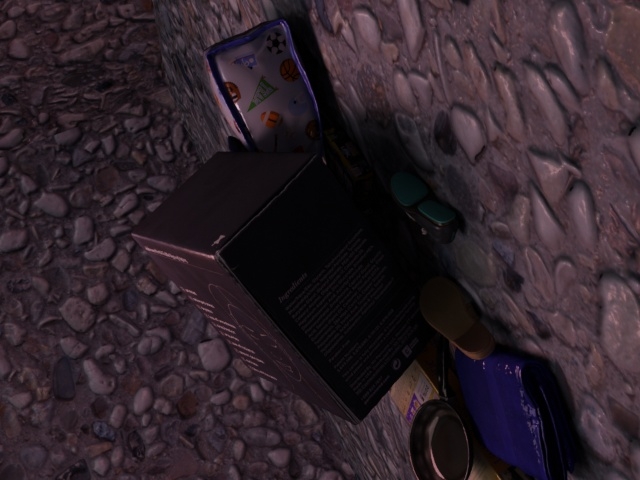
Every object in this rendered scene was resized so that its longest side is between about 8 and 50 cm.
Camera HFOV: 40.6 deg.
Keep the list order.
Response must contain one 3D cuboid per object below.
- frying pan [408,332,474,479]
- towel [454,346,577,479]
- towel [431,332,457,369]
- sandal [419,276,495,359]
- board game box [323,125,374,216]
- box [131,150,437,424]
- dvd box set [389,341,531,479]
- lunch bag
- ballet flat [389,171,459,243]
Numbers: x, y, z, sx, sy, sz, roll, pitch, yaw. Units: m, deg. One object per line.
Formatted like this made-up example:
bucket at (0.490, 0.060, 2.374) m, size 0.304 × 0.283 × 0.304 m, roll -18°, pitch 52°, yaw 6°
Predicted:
frying pan at (0.237, 0.358, 1.762) m, size 0.197 × 0.053 × 0.326 m, roll -34°, pitch 57°, yaw 54°
towel at (0.350, 0.300, 1.567) m, size 0.308 × 0.076 × 0.227 m, roll -178°, pitch 73°, yaw -76°
towel at (0.263, 0.210, 1.838) m, size 0.197 × 0.029 × 0.144 m, roll 145°, pitch 103°, yaw -77°
sandal at (0.266, 0.163, 1.635) m, size 0.079 × 0.088 × 0.240 m, roll 50°, pitch -177°, yaw -33°
board game box at (0.065, -0.155, 1.972) m, size 0.141 × 0.048 × 0.170 m, roll 82°, pitch 162°, yaw -52°
box at (-0.082, 0.078, 1.828) m, size 0.471 × 0.297 × 0.480 m, roll 51°, pitch 161°, yaw -25°
dvd box set at (0.303, 0.438, 1.892) m, size 0.420 × 0.062 × 0.307 m, roll 55°, pitch 161°, yaw 26°
lunch bag at (-0.124, -0.306, 2.054) m, size 0.328 × 0.239 × 0.385 m, roll -120°, pitch 5°, yaw -73°
ballet flat at (0.190, -0.055, 1.604) m, size 0.203 × 0.074 × 0.074 m, roll 48°, pitch 157°, yaw 49°
